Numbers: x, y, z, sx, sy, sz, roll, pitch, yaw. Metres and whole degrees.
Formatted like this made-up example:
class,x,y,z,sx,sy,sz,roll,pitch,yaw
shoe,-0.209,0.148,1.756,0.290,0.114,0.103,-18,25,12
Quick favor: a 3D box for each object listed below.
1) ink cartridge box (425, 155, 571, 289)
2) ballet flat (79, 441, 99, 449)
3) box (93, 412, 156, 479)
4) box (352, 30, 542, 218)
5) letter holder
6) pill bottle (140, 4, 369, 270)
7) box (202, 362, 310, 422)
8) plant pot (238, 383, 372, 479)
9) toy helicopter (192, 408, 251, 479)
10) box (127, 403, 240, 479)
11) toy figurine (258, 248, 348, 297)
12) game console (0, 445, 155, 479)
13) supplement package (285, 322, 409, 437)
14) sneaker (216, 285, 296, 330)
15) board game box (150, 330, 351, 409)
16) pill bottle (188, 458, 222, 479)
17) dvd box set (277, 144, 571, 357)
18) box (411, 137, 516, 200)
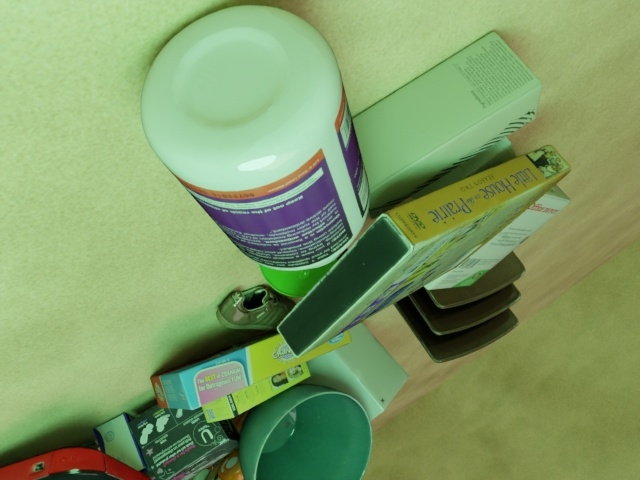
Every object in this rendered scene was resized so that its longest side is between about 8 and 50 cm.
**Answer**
class,x,y,z,sx,sy,sz,roll,pitch,yaw
ink cartridge box,0.333,-0.034,1.279,0.289,0.121,0.211,-46,153,27
ballet flat,-0.543,0.478,1.269,0.206,0.067,0.073,-19,152,-28
box,-0.396,0.441,1.303,0.072,0.126,0.137,-27,156,-9
box,0.152,-0.154,0.856,0.275,0.113,0.094,-31,157,0
letter holder,0.369,0.147,1.553,0.302,0.214,0.152,-17,152,-29
pill bottle,-0.046,-0.079,0.673,0.182,0.181,0.323,-31,156,-2
box,-0.128,0.294,1.272,0.087,0.058,0.232,-23,175,38
plant pot,-0.061,0.431,1.355,0.290,0.195,0.289,-8,104,-34
toy helicopter,-0.218,0.541,1.545,0.235,0.140,0.355,-32,-162,14
box,-0.276,0.413,1.330,0.163,0.142,0.247,-32,163,-10
toy figurine,0.000,0.000,1.005,0.173,0.130,0.159,-65,162,10
game console,-0.507,0.502,1.171,0.387,0.060,0.342,-19,139,9
supplement package,0.037,0.366,1.535,0.262,0.199,0.198,-45,170,26
sneaker,-0.096,0.119,1.126,0.188,0.066,0.071,-1,137,-51
board game box,-0.134,0.223,1.171,0.317,0.064,0.242,-18,176,-29
pill bottle,-0.321,0.663,1.828,0.112,0.112,0.187,-40,155,16
dvd box set,0.162,0.009,0.940,0.421,0.062,0.307,-23,162,-41
box,0.224,-0.117,1.031,0.171,0.091,0.130,-38,157,11
